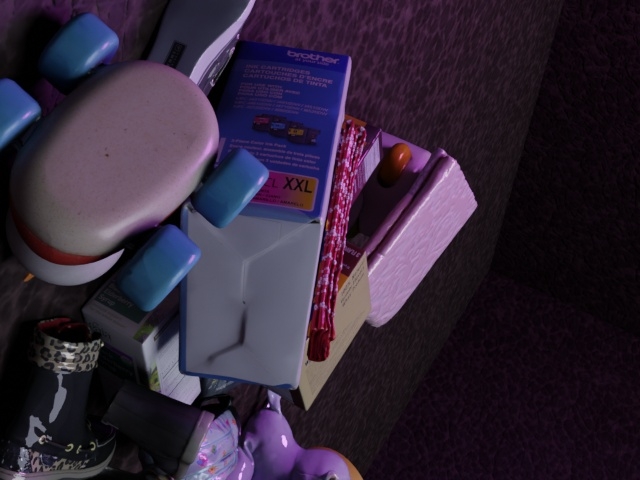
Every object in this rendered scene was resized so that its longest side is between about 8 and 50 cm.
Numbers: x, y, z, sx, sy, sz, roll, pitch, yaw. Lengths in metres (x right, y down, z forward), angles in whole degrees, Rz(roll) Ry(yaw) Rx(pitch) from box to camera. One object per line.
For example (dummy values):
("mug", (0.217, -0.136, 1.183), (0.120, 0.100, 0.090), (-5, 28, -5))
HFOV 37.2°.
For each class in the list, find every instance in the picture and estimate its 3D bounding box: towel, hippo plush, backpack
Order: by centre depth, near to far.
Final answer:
("towel", (0.019, 0.010, 1.203), (0.199, 0.031, 0.274), (100, -1, -74))
("backpack", (-0.183, 0.294, 1.337), (0.152, 0.115, 0.182), (-26, 179, 3))
("towel", (0.157, 0.008, 1.722), (0.317, 0.053, 0.332), (-53, 160, -1))
("hippo plush", (-0.052, 0.455, 1.863), (0.294, 0.237, 0.234), (-61, 162, -13))

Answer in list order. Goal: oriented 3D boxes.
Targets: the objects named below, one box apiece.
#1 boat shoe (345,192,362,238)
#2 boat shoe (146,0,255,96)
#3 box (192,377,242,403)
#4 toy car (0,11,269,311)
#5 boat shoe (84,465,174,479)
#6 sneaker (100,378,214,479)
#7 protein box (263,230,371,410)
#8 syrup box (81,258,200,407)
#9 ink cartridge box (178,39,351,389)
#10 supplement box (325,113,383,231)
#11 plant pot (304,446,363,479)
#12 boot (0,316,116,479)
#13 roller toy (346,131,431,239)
("boat shoe", (0.000, 0.000, 1.675), (0.219, 0.078, 0.070), (-52, 160, -11))
("boat shoe", (-0.130, -0.200, 1.017), (0.228, 0.080, 0.076), (-63, 169, -1))
("box", (-0.131, 0.128, 1.487), (0.183, 0.059, 0.232), (-16, 129, -67))
("toy car", (-0.212, -0.041, 0.886), (0.210, 0.219, 0.238), (-53, -172, -35))
("boat shoe", (-0.217, 0.349, 1.193), (0.103, 0.302, 0.113), (-67, -157, 13))
("sneaker", (-0.197, 0.220, 1.144), (0.083, 0.118, 0.222), (-64, -178, -25))
("protein box", (-0.034, 0.108, 1.410), (0.200, 0.136, 0.201), (-56, 160, -21))
("syrup box", (-0.219, 0.142, 1.195), (0.096, 0.093, 0.237), (-52, 159, -33))
("ink cartridge box", (-0.058, -0.057, 1.158), (0.395, 0.151, 0.270), (-77, 177, -49))
("supplement box", (0.010, -0.105, 1.499), (0.188, 0.104, 0.081), (-58, 161, -23))
("plant pot", (-0.055, 0.608, 2.092), (0.239, 0.254, 0.254), (-11, 126, -51))
("boot", (-0.281, 0.180, 1.090), (0.178, 0.085, 0.236), (-69, 164, 5))
("roller toy", (0.126, -0.097, 1.771), (0.191, 0.146, 0.209), (-28, 140, -62))
